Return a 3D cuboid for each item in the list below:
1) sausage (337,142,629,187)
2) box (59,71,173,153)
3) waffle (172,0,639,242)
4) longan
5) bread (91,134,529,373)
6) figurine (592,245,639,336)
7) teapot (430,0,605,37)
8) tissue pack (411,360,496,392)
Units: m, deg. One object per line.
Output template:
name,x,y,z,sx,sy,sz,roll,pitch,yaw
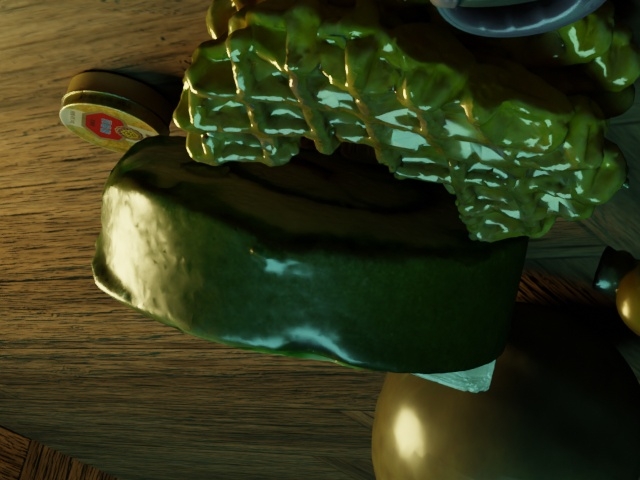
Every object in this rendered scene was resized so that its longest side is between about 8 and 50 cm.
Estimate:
sausage,0.138,-0.068,1.387,0.269,0.033,0.033,9,159,14
box,-0.191,-0.119,1.475,0.105,0.037,0.105,13,160,5
waffle,0.064,-0.114,1.154,0.324,0.151,0.261,13,156,-7
longan,0.200,0.216,1.713,0.319,0.319,0.319,13,160,5
bread,0.000,0.000,1.372,0.382,0.129,0.366,-1,-162,-39
figurine,0.303,-0.030,1.069,0.192,0.257,0.167,29,-166,15
teapot,0.129,-0.183,0.958,0.146,0.116,0.148,2,115,-2
tissue pack,0.120,0.071,1.570,0.103,0.090,0.170,15,-158,-8
